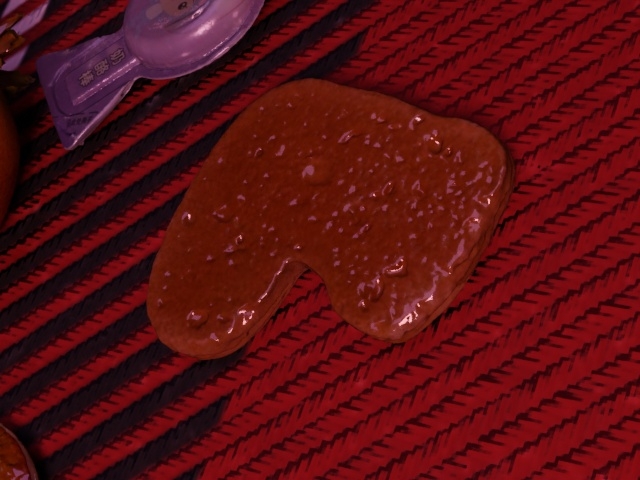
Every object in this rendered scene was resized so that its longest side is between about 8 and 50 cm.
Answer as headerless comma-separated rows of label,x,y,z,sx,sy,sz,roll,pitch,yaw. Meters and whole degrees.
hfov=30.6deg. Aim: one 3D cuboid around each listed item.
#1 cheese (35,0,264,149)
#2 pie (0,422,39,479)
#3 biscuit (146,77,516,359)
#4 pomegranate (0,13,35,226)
cheese,-0.109,-0.141,0.796,0.191,0.042,0.105,-35,53,9
pie,-0.239,0.150,0.715,0.191,0.033,0.088,-5,58,25
biscuit,0.000,0.000,0.670,0.192,0.036,0.186,21,78,33
pomegranate,-0.289,-0.065,0.756,0.210,0.210,0.235,32,65,35
